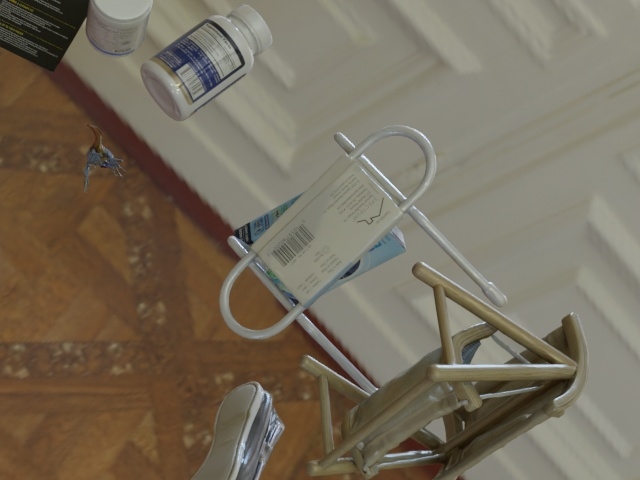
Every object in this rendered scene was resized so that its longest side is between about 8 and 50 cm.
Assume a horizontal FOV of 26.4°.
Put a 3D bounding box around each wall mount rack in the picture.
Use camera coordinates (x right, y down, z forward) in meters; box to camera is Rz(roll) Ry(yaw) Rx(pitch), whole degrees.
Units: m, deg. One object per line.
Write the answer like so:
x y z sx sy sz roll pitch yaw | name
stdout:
0.054 0.035 1.771 0.304 0.350 0.130 47 3 22 | wall mount rack

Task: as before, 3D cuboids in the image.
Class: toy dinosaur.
-0.250 -0.099 1.569 0.047 0.082 0.090 -5 108 -17 | toy dinosaur

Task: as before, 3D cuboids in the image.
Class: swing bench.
0.149 0.182 1.619 0.254 0.253 0.165 20 47 -28 | swing bench

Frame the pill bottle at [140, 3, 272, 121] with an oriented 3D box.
-0.150 -0.244 1.836 0.169 0.094 0.094 -39 100 -19 | pill bottle

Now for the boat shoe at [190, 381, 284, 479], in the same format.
-0.122 0.341 1.957 0.095 0.112 0.335 51 33 -21 | boat shoe

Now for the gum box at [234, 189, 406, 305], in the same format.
0.000 0.000 1.901 0.157 0.184 0.041 45 25 -39 | gum box

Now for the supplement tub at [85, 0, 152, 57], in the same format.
-0.227 -0.257 1.539 0.071 0.107 0.071 4 72 -12 | supplement tub

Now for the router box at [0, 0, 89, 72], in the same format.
-0.431 -0.339 1.958 0.179 0.133 0.046 25 21 -30 | router box
